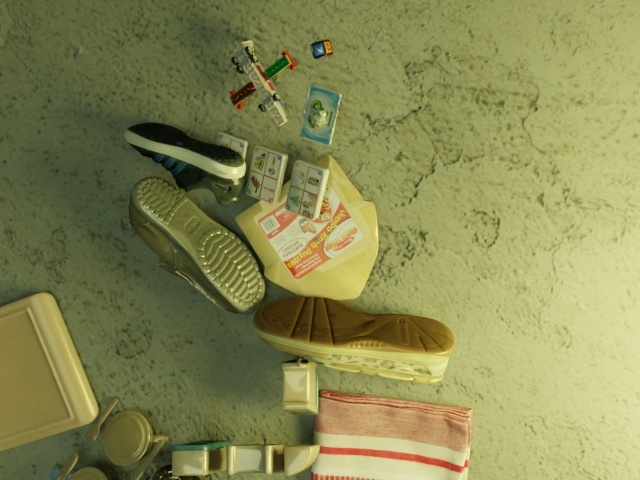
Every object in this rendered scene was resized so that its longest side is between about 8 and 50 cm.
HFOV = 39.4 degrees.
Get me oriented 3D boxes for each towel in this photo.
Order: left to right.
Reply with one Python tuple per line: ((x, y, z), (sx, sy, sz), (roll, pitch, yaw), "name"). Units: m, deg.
((0.099, 0.396, 1.347), (0.237, 0.037, 0.328), (5, 101, 10), "towel")

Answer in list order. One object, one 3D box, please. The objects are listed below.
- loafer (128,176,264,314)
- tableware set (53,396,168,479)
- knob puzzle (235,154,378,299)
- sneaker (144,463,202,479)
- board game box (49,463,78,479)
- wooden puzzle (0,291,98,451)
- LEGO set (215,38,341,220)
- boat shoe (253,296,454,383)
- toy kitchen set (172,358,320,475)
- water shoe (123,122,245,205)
((-0.185, 0.015, 1.315), (0.251, 0.094, 0.087), (47, 138, -2), "loafer")
((-0.326, 0.356, 1.399), (0.128, 0.039, 0.194), (35, 89, 27), "tableware set")
((0.000, 0.000, 1.297), (0.213, 0.030, 0.213), (2, 100, 10), "knob puzzle")
((-0.173, 0.467, 1.393), (0.283, 0.107, 0.124), (43, 130, -5), "sneaker")
((-0.400, 0.419, 1.449), (0.090, 0.020, 0.090), (16, 102, 8), "board game box")
((-0.495, 0.216, 1.423), (0.239, 0.044, 0.220), (-19, 96, 8), "wooden puzzle")
((-0.052, -0.173, 1.251), (0.183, 0.060, 0.244), (21, 113, 21), "LEGO set")
((0.043, 0.152, 1.273), (0.285, 0.104, 0.089), (10, 127, 3), "boat shoe")
((-0.103, 0.263, 1.336), (0.207, 0.122, 0.166), (-3, 79, 10), "toy kitchen set")
((-0.202, -0.108, 1.281), (0.203, 0.073, 0.080), (22, 120, 24), "water shoe")
